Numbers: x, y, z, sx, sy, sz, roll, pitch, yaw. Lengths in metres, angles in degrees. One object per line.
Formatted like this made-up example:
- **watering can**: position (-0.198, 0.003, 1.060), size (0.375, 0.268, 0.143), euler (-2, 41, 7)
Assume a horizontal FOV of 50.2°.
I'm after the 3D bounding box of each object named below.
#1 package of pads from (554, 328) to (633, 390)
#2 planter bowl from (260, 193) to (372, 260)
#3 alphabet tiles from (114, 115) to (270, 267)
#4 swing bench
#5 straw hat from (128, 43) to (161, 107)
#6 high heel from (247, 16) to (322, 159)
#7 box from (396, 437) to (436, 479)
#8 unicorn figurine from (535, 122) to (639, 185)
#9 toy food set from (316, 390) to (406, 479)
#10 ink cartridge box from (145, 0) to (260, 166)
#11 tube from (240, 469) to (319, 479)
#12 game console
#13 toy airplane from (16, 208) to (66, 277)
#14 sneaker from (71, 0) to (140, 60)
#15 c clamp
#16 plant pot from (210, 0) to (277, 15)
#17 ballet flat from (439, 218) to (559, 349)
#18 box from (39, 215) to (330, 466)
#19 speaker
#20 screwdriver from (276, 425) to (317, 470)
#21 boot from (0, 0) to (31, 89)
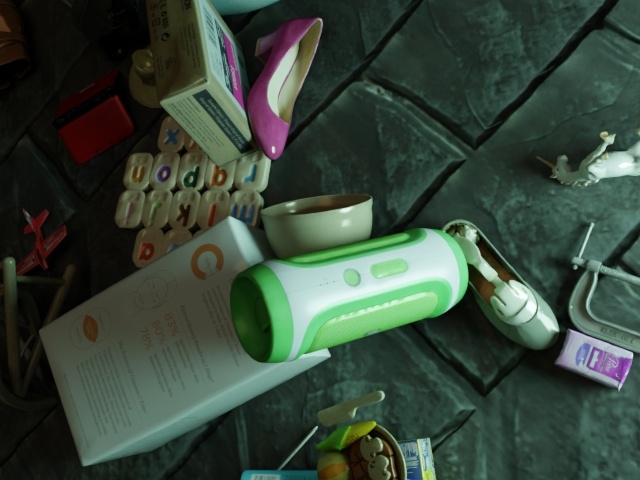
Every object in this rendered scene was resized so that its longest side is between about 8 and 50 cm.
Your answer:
- **package of pads**: position (0.343, 0.149, 0.857), size (0.083, 0.032, 0.050), euler (21, 88, 26)
- **planter bowl**: position (0.000, 0.000, 0.985), size (0.162, 0.162, 0.109), euler (-2, 103, 22)
- **alphabet tiles**: position (-0.220, -0.084, 1.161), size (0.284, 0.021, 0.278), euler (2, 75, 23)
- **swing bench**: position (-0.579, 0.144, 1.160), size (0.253, 0.165, 0.255), euler (7, 86, 24)
- **straw hat**: position (-0.306, -0.315, 1.235), size (0.144, 0.061, 0.145), euler (-6, 75, 22)
- **high heel**: position (-0.047, -0.248, 1.099), size (0.117, 0.082, 0.244), euler (-15, 58, 29)
- **box**: position (0.122, 0.345, 0.883), size (0.054, 0.059, 0.169), euler (-13, 72, 21)
- **unicorn figurine**: position (0.370, -0.104, 0.883), size (0.161, 0.111, 0.060), euler (6, 68, 9)
- **toy food set**: position (0.051, 0.299, 0.880), size (0.132, 0.038, 0.192), euler (-31, 63, 32)
- **ink cartridge box**: position (-0.184, -0.268, 1.083), size (0.088, 0.193, 0.235), euler (-20, 63, 12)
- **tube**: position (-0.007, 0.348, 0.939), size (0.207, 0.052, 0.080), euler (1, 81, 9)
- **game console**: position (-0.420, -0.234, 1.289), size (0.144, 0.085, 0.124), euler (-26, 37, 14)
- **toy airplane**: position (-0.519, 0.005, 1.260), size (0.151, 0.028, 0.151), euler (-6, 77, 27)
- **sneaker**: position (-0.365, -0.440, 1.216), size (0.109, 0.286, 0.130), euler (-24, 74, -30)
- **c clamp**: position (0.387, 0.067, 0.865), size (0.160, 0.022, 0.137), euler (27, 88, 27)
- **plant pot**: position (-0.164, -0.527, 1.142), size (0.252, 0.247, 0.248), euler (-32, 66, 27)
- **ballet flat**: position (0.230, 0.057, 0.909), size (0.072, 0.068, 0.213), euler (-40, 65, 8)
- **box**: position (-0.197, 0.151, 1.000), size (0.345, 0.168, 0.215), euler (-29, 73, 14)
- **speaker**: position (0.042, 0.064, 0.863), size (0.131, 0.296, 0.131), euler (26, 122, 52)
- **screwdriver**: position (-0.060, 0.333, 0.986), size (0.170, 0.024, 0.025), euler (-45, 35, 4)
- **boot**: position (-0.727, -0.380, 1.418), size (0.283, 0.109, 0.220), euler (-29, 71, 6)
